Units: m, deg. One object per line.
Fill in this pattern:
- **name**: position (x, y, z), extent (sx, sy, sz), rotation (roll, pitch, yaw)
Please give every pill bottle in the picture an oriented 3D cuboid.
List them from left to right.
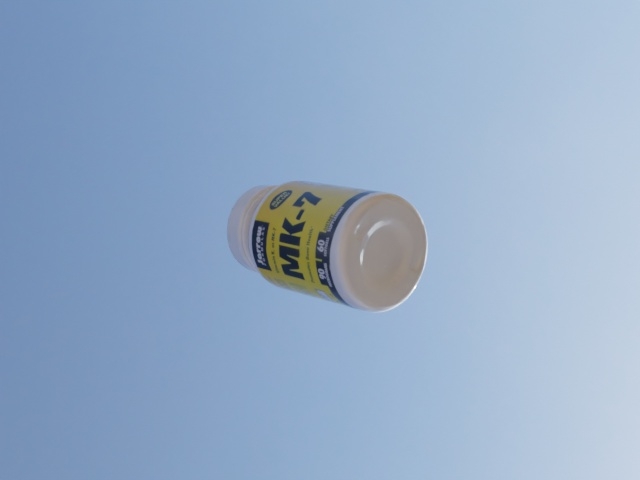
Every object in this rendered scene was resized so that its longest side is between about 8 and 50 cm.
- **pill bottle**: position (0.000, 0.000, 1.113), extent (0.119, 0.208, 0.119), rotation (-7, -79, -38)
